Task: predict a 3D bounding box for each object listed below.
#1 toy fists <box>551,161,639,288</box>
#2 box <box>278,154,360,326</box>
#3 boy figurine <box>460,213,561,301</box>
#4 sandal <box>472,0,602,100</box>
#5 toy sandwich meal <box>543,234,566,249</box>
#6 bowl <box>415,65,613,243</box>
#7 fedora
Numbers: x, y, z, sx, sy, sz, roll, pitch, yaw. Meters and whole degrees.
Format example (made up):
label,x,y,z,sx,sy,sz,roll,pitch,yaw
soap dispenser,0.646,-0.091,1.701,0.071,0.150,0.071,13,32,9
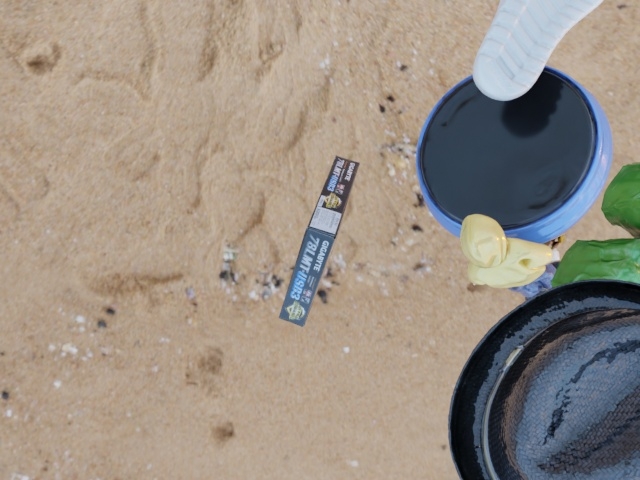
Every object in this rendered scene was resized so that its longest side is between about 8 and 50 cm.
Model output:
label,x,y,z,sx,sy,sz,roll,pitch,yaw
toy fists,0.462,-0.001,1.095,0.096,0.142,0.279,37,84,-13
box,0.000,0.000,1.740,0.073,0.293,0.295,20,130,2
boy figurine,0.346,0.042,1.399,0.285,0.092,0.177,27,142,-36
sandal,0.421,-0.448,1.451,0.169,0.102,0.416,40,82,-2
toy sandwich meal,0.524,0.006,1.704,0.085,0.085,0.029,-26,85,9
bowl,0.373,-0.177,1.497,0.391,0.391,0.077,-38,150,14
fedora,0.296,0.177,0.780,0.334,0.334,0.152,-17,158,4
